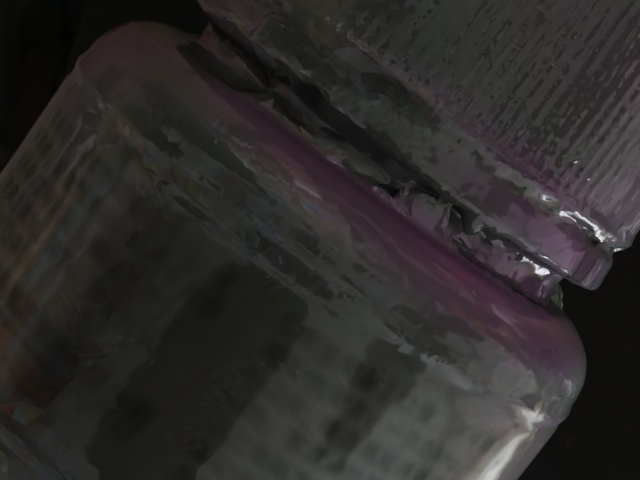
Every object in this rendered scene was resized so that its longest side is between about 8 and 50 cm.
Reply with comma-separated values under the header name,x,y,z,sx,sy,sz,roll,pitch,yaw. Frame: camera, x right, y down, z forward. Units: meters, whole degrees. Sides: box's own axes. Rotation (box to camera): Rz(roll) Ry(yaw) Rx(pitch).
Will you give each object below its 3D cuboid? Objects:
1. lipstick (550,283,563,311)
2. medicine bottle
name,x,y,z,sx,sy,sz,roll,pitch,yaw
lipstick,0.156,0.081,1.093,0.037,0.116,0.037,2,142,2
medicine bottle,0.000,0.000,0.625,0.241,0.241,0.302,33,98,-28
